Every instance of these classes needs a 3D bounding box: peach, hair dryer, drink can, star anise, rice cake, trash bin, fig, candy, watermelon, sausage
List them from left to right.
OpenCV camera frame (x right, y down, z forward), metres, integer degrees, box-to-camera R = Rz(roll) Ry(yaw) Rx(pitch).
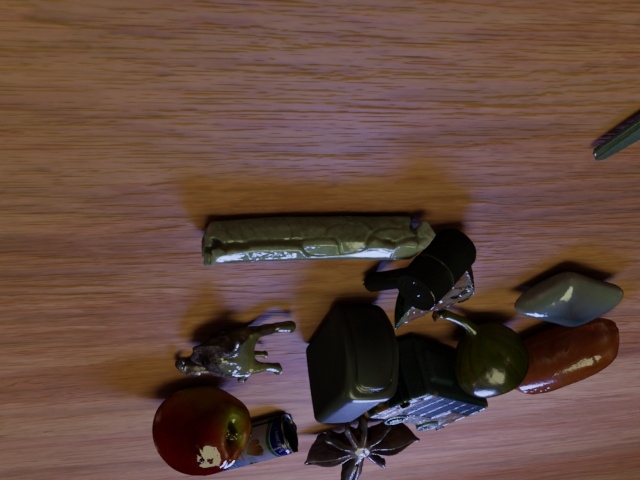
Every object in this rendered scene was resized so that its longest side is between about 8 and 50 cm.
[{"bbox_3d":[-0.247,0.380,1.773,0.198,0.197,0.197,-8,152,-4],"label":"peach"},{"bbox_3d":[-0.174,0.475,2.056,0.235,0.097,0.097,-17,152,12],"label":"drink can"},{"bbox_3d":[0.000,0.000,1.262,0.337,0.062,0.066,-3,161,-17],"label":"rice cake"},{"bbox_3d":[0.052,0.220,1.572,0.101,0.176,0.236,0,154,-20],"label":"trash bin"},{"bbox_3d":[0.090,0.515,2.206,0.258,0.110,0.198,-37,120,15],"label":"star anise"},{"bbox_3d":[0.136,0.053,1.390,0.124,0.071,0.219,-43,-165,-32],"label":"hair dryer"},{"bbox_3d":[0.197,0.075,1.472,0.139,0.071,0.187,6,141,-42],"label":"watermelon"},{"bbox_3d":[0.301,0.189,1.702,0.151,0.151,0.259,-23,119,22],"label":"fig"},{"bbox_3d":[0.488,0.236,1.807,0.258,0.133,0.133,-30,147,34],"label":"sausage"},{"bbox_3d":[0.455,0.110,1.614,0.174,0.071,0.138,15,143,-39],"label":"candy"}]

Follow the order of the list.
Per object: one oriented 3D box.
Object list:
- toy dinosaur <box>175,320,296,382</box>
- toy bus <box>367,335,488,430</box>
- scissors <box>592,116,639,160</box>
[{"bbox_3d":[-0.156,0.209,1.580,0.162,0.077,0.294,4,150,-25],"label":"toy dinosaur"},{"bbox_3d":[0.210,0.297,1.812,0.167,0.138,0.275,-30,148,29],"label":"toy bus"},{"bbox_3d":[0.515,-0.216,1.069,0.193,0.029,0.447,14,143,-38],"label":"scissors"}]
